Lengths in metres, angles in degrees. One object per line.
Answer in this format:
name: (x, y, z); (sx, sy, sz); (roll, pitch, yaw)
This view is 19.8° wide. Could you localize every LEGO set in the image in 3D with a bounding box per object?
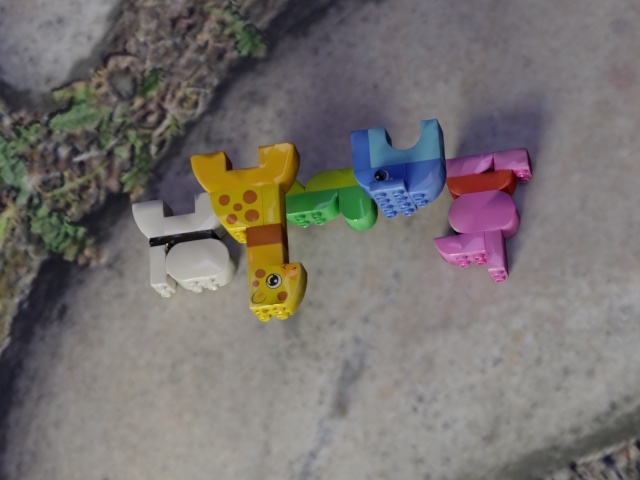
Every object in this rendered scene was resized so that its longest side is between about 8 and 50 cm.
LEGO set: (0.000, 0.000, 0.990); (0.227, 0.087, 0.093); (-8, 70, 12)
